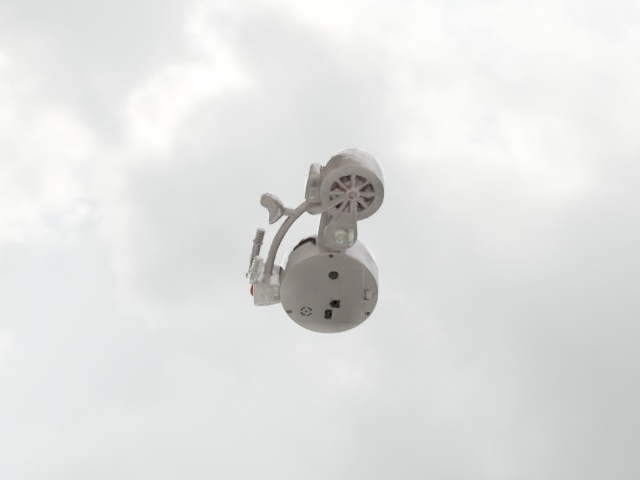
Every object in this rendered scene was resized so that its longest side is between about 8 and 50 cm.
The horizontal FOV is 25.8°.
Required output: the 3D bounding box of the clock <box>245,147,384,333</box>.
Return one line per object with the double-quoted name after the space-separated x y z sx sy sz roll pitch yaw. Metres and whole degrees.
0.000 0.000 0.884 0.087 0.041 0.129 8 -57 -4 "clock"
